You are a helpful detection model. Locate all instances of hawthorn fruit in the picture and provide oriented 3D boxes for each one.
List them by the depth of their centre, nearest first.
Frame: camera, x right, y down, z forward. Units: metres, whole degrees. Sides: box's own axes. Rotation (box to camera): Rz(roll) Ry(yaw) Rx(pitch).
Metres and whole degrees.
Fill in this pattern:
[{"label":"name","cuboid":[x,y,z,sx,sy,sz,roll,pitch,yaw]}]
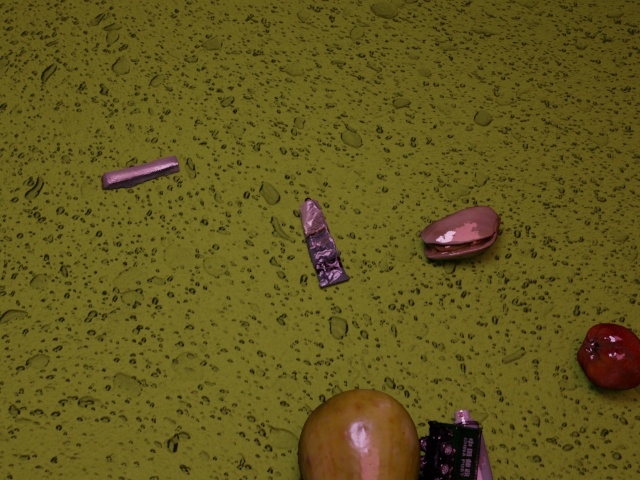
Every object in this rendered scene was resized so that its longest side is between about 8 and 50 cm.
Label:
[{"label":"hawthorn fruit","cuboid":[0.732,0.293,1.749,0.203,0.162,0.162,24,59,-16]}]

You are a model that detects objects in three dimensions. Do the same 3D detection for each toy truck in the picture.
[{"label":"toy truck","cuboid":[0.262,0.519,1.526,0.121,0.088,0.259,17,77,-36]}]

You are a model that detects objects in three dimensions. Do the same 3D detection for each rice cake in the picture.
[{"label":"rice cake","cuboid":[-0.468,-0.177,1.875,0.207,0.036,0.047,-19,53,-18]}]

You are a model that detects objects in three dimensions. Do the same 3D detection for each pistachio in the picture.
[{"label":"pistachio","cuboid":[0.368,-0.017,1.868,0.223,0.126,0.152,-22,33,-15]}]

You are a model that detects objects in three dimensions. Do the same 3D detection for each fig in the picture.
[{"label":"fig","cuboid":[0.078,0.472,1.462,0.258,0.258,0.326,7,48,-5]}]

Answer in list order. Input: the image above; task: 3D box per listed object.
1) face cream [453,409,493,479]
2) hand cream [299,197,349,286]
[{"label":"face cream","cuboid":[0.338,0.494,1.603,0.075,0.075,0.229,-3,61,-10]},{"label":"hand cream","cuboid":[0.001,0.000,1.849,0.075,0.052,0.248,-21,70,6]}]
